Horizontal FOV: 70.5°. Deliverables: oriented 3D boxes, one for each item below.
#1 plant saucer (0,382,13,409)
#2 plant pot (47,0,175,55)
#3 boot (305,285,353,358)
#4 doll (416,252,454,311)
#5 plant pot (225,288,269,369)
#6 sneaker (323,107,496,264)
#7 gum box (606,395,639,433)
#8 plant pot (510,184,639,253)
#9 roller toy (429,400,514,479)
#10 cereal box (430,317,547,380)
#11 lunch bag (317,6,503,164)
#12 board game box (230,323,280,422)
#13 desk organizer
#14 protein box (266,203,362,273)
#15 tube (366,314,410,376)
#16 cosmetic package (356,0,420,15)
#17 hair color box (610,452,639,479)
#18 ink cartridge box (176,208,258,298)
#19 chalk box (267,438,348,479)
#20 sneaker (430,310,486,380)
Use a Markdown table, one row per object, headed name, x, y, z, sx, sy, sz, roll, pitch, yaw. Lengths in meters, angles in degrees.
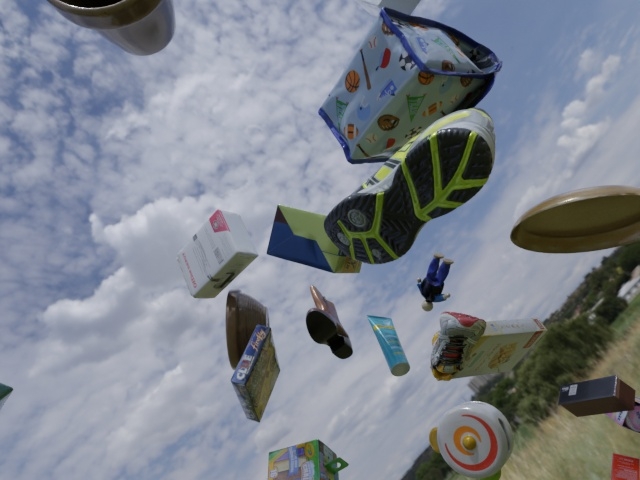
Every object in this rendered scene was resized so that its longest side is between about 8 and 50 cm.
| name | x | y | z | sx | sy | sz | roll | pitch | yaw |
| --- | --- | --- | --- | --- | --- | --- | --- | --- | --- |
| plant saucer | -0.391 | 0.116 | 0.417 | 0.192 | 0.018 | 0.067 | 34 | -56 | -19 |
| plant pot | -0.415 | -0.515 | 0.951 | 0.263 | 0.263 | 0.229 | -42 | -9 | -7 |
| boot | 0.011 | 0.250 | 1.619 | 0.096 | 0.280 | 0.264 | -38 | -55 | 13 |
| doll | 0.355 | 0.139 | 1.407 | 0.046 | 0.129 | 0.189 | -3 | -63 | -40 |
| plant pot | -0.209 | 0.259 | 1.343 | 0.109 | 0.238 | 0.237 | -4 | -39 | -4 |
| sneaker | 0.151 | -0.078 | 0.783 | 0.384 | 0.145 | 0.147 | -33 | 12 | 49 |
| gum box | 0.722 | 0.387 | 0.966 | 0.107 | 0.188 | 0.062 | 13 | -83 | -82 |
| plant pot | 0.433 | -0.033 | 0.737 | 0.236 | 0.033 | 0.236 | 2 | -21 | 1 |
| roller toy | 0.432 | 0.557 | 1.277 | 0.146 | 0.209 | 0.191 | 19 | -79 | -57 |
| cereal box | 0.401 | 0.259 | 1.080 | 0.240 | 0.047 | 0.173 | 2 | -49 | -25 |
| lunch bag | 0.251 | -0.370 | 1.175 | 0.385 | 0.239 | 0.328 | -11 | -23 | -40 |
| board game box | -0.166 | 0.360 | 1.212 | 0.243 | 0.042 | 0.165 | 87 | -160 | -48 |
| desk organizer | 0.544 | 0.310 | 0.896 | 0.047 | 0.050 | 0.130 | -57 | 5 | -34 |
| protein box | 0.000 | 0.000 | 1.213 | 0.201 | 0.199 | 0.136 | 9 | -85 | -67 |
| tube | 0.191 | 0.281 | 1.257 | 0.080 | 0.207 | 0.052 | 15 | -63 | -20 |
| cosmetic package | 0.263 | -0.787 | 1.225 | 0.097 | 0.284 | 0.377 | 28 | -67 | -28 |
| hair color box | 0.616 | 0.526 | 0.914 | 0.167 | 0.053 | 0.093 | -27 | -69 | -53 |
| ink cartridge box | -0.299 | 0.043 | 1.296 | 0.218 | 0.159 | 0.092 | -41 | -28 | 23 |
| chalk box | -0.027 | 0.660 | 1.275 | 0.212 | 0.132 | 0.132 | -22 | -51 | 17 |
| sneaker | 0.267 | 0.212 | 0.892 | 0.225 | 0.087 | 0.093 | 83 | -158 | -54 |
